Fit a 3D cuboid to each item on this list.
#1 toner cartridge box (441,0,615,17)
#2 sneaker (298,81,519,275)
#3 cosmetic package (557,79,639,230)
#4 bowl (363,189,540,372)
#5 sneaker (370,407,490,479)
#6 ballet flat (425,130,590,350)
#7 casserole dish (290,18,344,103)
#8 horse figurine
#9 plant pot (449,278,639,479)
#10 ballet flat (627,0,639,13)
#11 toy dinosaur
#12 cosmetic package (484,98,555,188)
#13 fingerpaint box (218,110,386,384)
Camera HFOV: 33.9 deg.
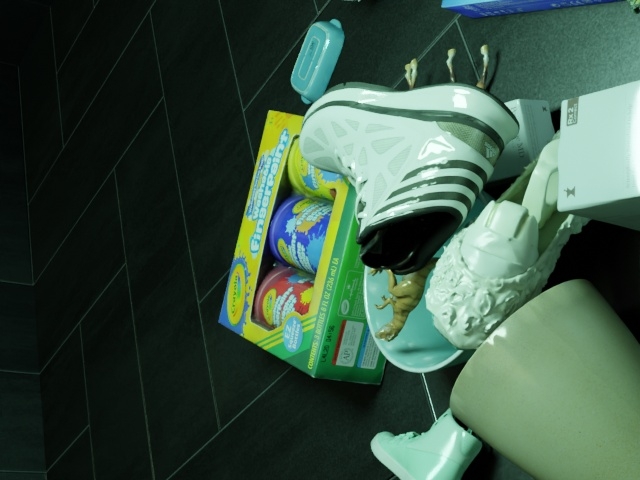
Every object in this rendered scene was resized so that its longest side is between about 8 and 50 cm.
[{"bbox_3d":[0.343,-0.455,1.667,0.348,0.075,0.165,9,90,56],"label":"toner cartridge box"},{"bbox_3d":[0.068,-0.090,1.561,0.448,0.169,0.257,2,59,55],"label":"sneaker"},{"bbox_3d":[0.423,-0.104,1.350,0.151,0.184,0.151,-10,74,55],"label":"cosmetic package"},{"bbox_3d":[0.221,0.057,1.626,0.312,0.163,0.311,-20,65,52],"label":"bowl"},{"bbox_3d":[0.180,0.330,1.700,0.151,0.094,0.256,-53,19,-4],"label":"sneaker"},{"bbox_3d":[0.272,-0.034,1.406,0.409,0.147,0.147,-47,20,-30],"label":"ballet flat"},{"bbox_3d":[-0.011,-0.380,2.210,0.114,0.037,0.188,45,117,51],"label":"casserole dish"},{"bbox_3d":[0.205,-0.232,1.802,0.263,0.066,0.174,-5,90,44],"label":"horse figurine"},{"bbox_3d":[0.351,0.236,1.345,0.274,0.257,0.256,48,122,30],"label":"plant pot"},{"bbox_3d":[0.496,-0.327,1.428,0.188,0.070,0.070,29,105,57],"label":"ballet flat"},{"bbox_3d":[0.136,0.062,1.566,0.112,0.064,0.211,52,135,28],"label":"toy dinosaur"},{"bbox_3d":[0.252,-0.141,1.658,0.231,0.086,0.117,-15,83,46],"label":"cosmetic package"},{"bbox_3d":[0.000,0.000,1.971,0.371,0.163,0.444,21,99,56],"label":"fingerpaint box"}]
